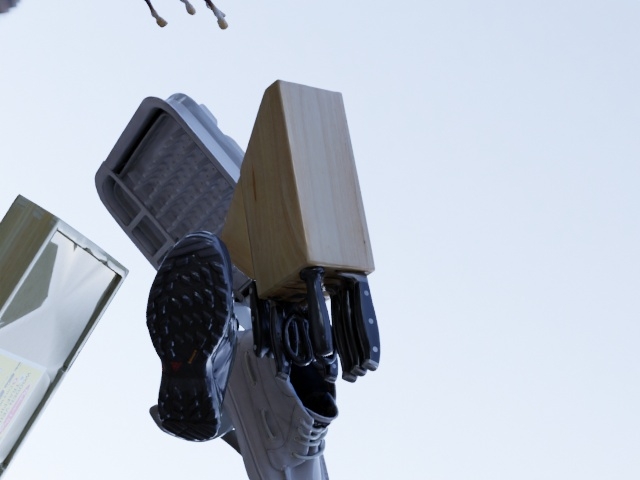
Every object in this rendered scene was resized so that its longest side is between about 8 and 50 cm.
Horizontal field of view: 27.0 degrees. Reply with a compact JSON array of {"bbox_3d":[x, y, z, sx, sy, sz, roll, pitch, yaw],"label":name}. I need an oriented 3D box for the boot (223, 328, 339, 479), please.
[{"bbox_3d":[-0.027,0.216,1.501,0.123,0.095,0.258,-15,-75,45],"label":"boot"}]

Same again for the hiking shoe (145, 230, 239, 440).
[{"bbox_3d":[-0.126,0.083,1.340,0.114,0.086,0.227,-79,177,-64],"label":"hiking shoe"}]

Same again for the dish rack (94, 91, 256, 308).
[{"bbox_3d":[-0.154,-0.040,1.749,0.285,0.072,0.333,51,-30,2],"label":"dish rack"}]

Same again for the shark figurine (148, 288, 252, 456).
[{"bbox_3d":[-0.134,0.201,1.711,0.166,0.116,0.278,44,-54,16],"label":"shark figurine"}]

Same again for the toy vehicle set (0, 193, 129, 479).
[{"bbox_3d":[-0.240,0.108,0.936,0.035,0.267,0.166,29,-9,14],"label":"toy vehicle set"}]

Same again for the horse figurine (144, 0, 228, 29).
[{"bbox_3d":[-0.199,-0.363,1.749,0.263,0.066,0.174,18,-39,56],"label":"horse figurine"}]

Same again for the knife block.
[{"bbox_3d":[0.000,0.000,1.362,0.242,0.088,0.275,35,-68,50],"label":"knife block"}]
